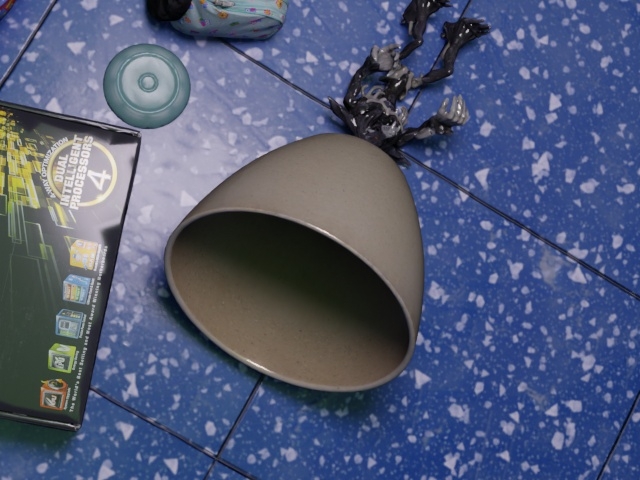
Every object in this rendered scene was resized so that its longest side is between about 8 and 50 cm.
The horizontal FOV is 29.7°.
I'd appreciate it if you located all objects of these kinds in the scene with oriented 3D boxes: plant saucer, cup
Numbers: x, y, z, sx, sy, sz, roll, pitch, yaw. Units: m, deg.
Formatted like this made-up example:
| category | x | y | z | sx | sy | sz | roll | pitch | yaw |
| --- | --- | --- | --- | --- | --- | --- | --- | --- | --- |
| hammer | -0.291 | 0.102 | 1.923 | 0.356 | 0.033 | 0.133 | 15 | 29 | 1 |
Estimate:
| category | x | y | z | sx | sy | sz | roll | pitch | yaw |
| --- | --- | --- | --- | --- | --- | --- | --- | --- | --- |
| plant saucer | -0.235 | -0.212 | 1.644 | 0.119 | 0.021 | 0.119 | 1 | 83 | -12 |
| cup | 0.000 | 0.000 | 1.549 | 0.331 | 0.331 | 0.237 | 33 | 52 | -7 |

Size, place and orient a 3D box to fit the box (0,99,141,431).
| category | x | y | z | sx | sy | sz | roll | pitch | yaw |
| --- | --- | --- | --- | --- | --- | --- | --- | --- | --- |
| box | -0.421 | 0.021 | 1.540 | 0.318 | 0.097 | 0.395 | 13 | 82 | -8 |

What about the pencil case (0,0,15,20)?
| category | x | y | z | sx | sy | sz | roll | pitch | yaw |
| --- | --- | --- | --- | --- | --- | --- | --- | --- | --- |
| pencil case | -0.508 | -0.402 | 1.539 | 0.119 | 0.133 | 0.306 | -38 | 102 | 18 |

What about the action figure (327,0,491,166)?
| category | x | y | z | sx | sy | sz | roll | pitch | yaw |
| --- | --- | --- | --- | --- | --- | --- | --- | --- | --- |
| action figure | 0.118 | -0.213 | 1.665 | 0.164 | 0.141 | 0.276 | 35 | 76 | -19 |

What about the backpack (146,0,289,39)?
| category | x | y | z | sx | sy | sz | roll | pitch | yaw |
| --- | --- | --- | --- | --- | --- | --- | --- | --- | --- |
| backpack | -0.133 | -0.335 | 1.629 | 0.182 | 0.152 | 0.115 | 0 | 89 | -25 |
